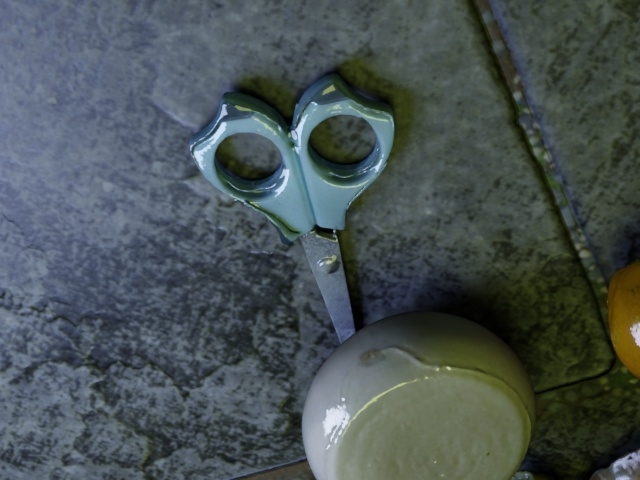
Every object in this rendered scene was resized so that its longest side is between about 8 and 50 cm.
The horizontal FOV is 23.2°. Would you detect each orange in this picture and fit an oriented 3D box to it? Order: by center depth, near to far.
[{"bbox_3d":[0.337,0.063,1.446,0.134,0.155,0.154,49,122,11],"label":"orange"}]

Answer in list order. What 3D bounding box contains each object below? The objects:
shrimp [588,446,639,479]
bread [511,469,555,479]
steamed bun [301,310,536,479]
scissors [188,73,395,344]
[{"bbox_3d":[0.451,0.256,1.622,0.446,0.110,0.221,-36,109,31],"label":"shrimp"},{"bbox_3d":[0.225,0.304,1.668,0.156,0.110,0.103,19,158,-39],"label":"bread"},{"bbox_3d":[0.092,0.164,1.537,0.232,0.145,0.232,-6,124,-10],"label":"steamed bun"},{"bbox_3d":[0.000,0.001,1.492,0.191,0.029,0.360,-9,126,9],"label":"scissors"}]
